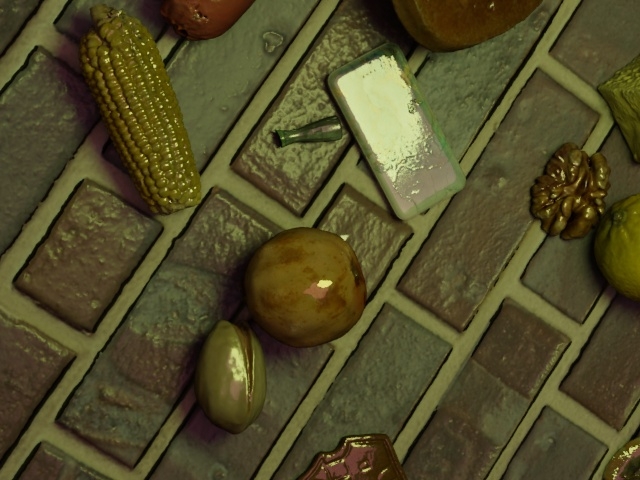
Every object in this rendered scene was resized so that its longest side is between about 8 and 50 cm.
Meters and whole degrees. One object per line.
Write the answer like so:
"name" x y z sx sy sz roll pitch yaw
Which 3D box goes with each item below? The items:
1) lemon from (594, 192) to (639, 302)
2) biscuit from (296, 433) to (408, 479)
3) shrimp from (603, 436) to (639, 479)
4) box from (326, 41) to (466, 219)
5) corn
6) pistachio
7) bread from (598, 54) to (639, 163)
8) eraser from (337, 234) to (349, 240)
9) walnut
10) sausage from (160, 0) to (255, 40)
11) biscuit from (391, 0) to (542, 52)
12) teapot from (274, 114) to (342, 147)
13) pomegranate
"lemon" 0.583 0.015 1.956 0.231 0.192 0.192 30 85 -30
"biscuit" 0.046 0.436 1.919 0.215 0.034 0.182 -26 98 -12
"shrimp" 0.619 0.507 2.061 0.169 0.058 0.296 -19 93 -6
"box" 0.131 -0.187 1.913 0.142 0.044 0.285 -29 99 -7
"corn" -0.286 -0.205 1.764 0.130 0.130 0.347 -22 101 -12
"pistachio" -0.143 0.220 1.817 0.124 0.124 0.185 -1 94 -14
"bread" 0.661 -0.260 1.938 0.263 0.236 0.198 -35 97 -9
"eraser" 0.000 0.000 1.894 0.099 0.027 0.019 -5 92 -13
"walnut" 0.451 -0.085 1.984 0.143 0.069 0.170 16 91 -16
"sausage" -0.147 -0.445 1.778 0.152 0.152 0.279 39 86 -13
"biscuit" 0.250 -0.500 1.842 0.394 0.070 0.350 -24 114 -36
"teapot" -0.021 -0.181 1.877 0.111 0.043 0.042 -11 95 -9
"pomegranate" -0.024 0.079 1.799 0.207 0.207 0.207 -1 92 -14
